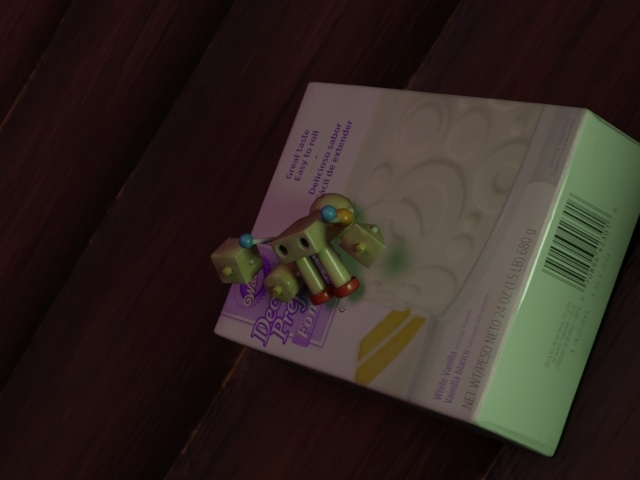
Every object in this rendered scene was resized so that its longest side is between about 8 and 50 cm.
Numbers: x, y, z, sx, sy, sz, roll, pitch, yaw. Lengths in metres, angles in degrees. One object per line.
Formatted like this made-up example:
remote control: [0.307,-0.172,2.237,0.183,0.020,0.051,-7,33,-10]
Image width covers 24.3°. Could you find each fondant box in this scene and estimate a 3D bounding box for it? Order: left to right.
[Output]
fondant box: [0.079,0.009,1.175,0.330,0.096,0.238,13,80,52]

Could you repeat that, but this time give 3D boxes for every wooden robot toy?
wooden robot toy: [0.000,0.000,1.161,0.173,0.076,0.079,-17,22,44]
